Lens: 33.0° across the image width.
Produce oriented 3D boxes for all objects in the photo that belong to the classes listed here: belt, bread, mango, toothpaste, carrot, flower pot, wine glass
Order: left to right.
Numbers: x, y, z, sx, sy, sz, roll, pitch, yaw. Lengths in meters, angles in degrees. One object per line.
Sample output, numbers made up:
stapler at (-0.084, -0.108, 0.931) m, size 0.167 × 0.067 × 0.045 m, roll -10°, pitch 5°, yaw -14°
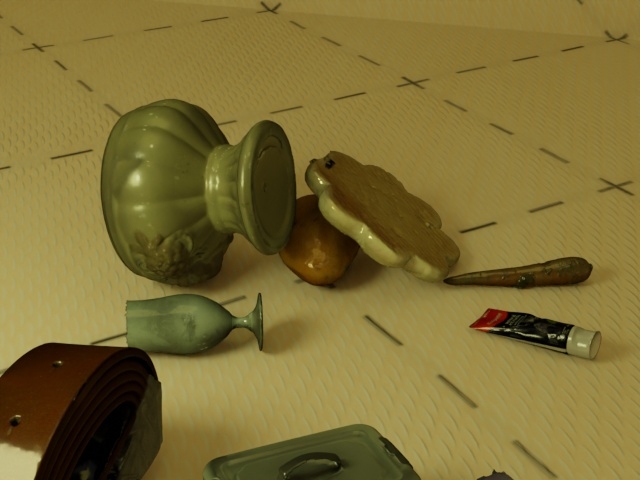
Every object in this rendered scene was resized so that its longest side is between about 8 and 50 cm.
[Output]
belt at (-0.296, 0.249, 1.241) m, size 0.122 × 0.217 × 0.338 m, roll 3°, pitch 31°, yaw 16°
wine glass at (-0.188, 0.123, 1.601) m, size 0.202 × 0.093 × 0.093 m, roll 0°, pitch 28°, yaw -8°
flower pot at (-0.184, -0.077, 1.734) m, size 0.244 × 0.307 × 0.307 m, roll -2°, pitch 26°, yaw 20°
mango at (0.000, 0.000, 1.819) m, size 0.147 × 0.109 × 0.227 m, roll 1°, pitch 30°, yaw -10°
bread at (0.103, -0.042, 1.826) m, size 0.316 × 0.054 × 0.316 m, roll 31°, pitch 24°, yaw -15°
carrot at (0.330, 0.058, 1.793) m, size 0.254 × 0.049 × 0.049 m, roll -5°, pitch 29°, yaw -3°
toothpaste at (0.326, 0.139, 1.646) m, size 0.193 × 0.045 × 0.071 m, roll 14°, pitch 30°, yaw 34°

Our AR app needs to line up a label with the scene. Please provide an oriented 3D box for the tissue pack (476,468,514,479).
tissue pack at (0.123, 0.387, 1.084) m, size 0.344 × 0.125 × 0.242 m, roll -16°, pitch 32°, yaw -28°

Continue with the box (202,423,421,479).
box at (-0.010, 0.301, 1.223) m, size 0.227 × 0.130 × 0.162 m, roll -9°, pitch 22°, yaw -21°
